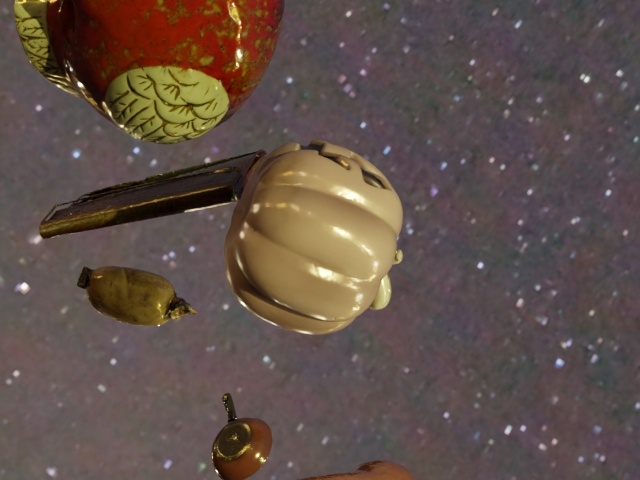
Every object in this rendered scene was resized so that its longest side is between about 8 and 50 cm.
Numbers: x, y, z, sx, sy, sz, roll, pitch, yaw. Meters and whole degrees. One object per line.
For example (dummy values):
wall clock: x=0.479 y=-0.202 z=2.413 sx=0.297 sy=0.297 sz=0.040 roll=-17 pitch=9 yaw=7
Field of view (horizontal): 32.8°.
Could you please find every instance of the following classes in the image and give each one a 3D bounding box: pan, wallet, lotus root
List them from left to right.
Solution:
lotus root: x=-0.222 y=0.070 z=1.310 sx=0.152 sy=0.063 sz=0.072 roll=14 pitch=-60 yaw=2
wallet: x=-0.186 y=-0.053 z=1.229 sx=0.243 sy=0.133 sz=0.039 roll=-12 pitch=-73 yaw=20
pan: x=-0.087 y=0.186 z=1.074 sx=0.023 sy=0.068 sz=0.115 roll=50 pitch=7 yaw=-38

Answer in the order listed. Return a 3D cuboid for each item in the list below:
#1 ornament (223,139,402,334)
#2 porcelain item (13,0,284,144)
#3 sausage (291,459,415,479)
ornament: x=0.000 y=0.000 z=1.010 sx=0.177 sy=0.177 sz=0.177 roll=25 pitch=-34 yaw=19
porcelain item: x=-0.162 y=-0.217 z=0.988 sx=0.253 sy=0.253 sz=0.253 roll=25 pitch=-34 yaw=19
sausage: x=-0.007 y=0.106 z=0.403 sx=0.043 sy=0.043 sz=0.186 roll=15 pitch=2 yaw=31
